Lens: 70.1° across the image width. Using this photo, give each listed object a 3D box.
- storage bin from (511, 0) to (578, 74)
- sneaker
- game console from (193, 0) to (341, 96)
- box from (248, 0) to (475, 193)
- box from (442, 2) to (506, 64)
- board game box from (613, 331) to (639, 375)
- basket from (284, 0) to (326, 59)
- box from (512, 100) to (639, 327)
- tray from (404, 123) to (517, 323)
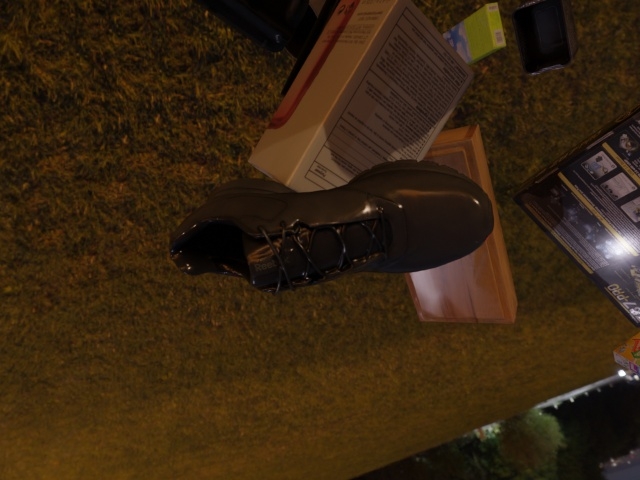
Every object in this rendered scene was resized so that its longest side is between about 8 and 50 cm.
[{"bbox_3d":[0.589,-0.544,1.195,0.122,0.084,0.180,-1,125,43],"label":"storage bin"},{"bbox_3d":[0.000,0.000,0.401,0.287,0.130,0.108,-5,110,21],"label":"sneaker"},{"bbox_3d":[-0.040,-0.325,0.640,0.362,0.044,0.213,22,99,-39],"label":"game console"},{"bbox_3d":[0.046,-0.146,0.550,0.149,0.127,0.232,28,96,-36],"label":"box"},{"bbox_3d":[0.395,-0.521,1.183,0.043,0.108,0.178,-18,-172,-17],"label":"box"},{"bbox_3d":[0.549,0.161,0.691,0.154,0.103,0.026,-31,116,-9],"label":"board game box"},{"bbox_3d":[-0.001,-0.612,1.191,0.154,0.226,0.204,17,149,32],"label":"basket"},{"bbox_3d":[0.637,-0.037,0.888,0.097,0.395,0.318,-41,176,-38],"label":"box"},{"bbox_3d":[0.250,-0.008,0.914,0.203,0.076,0.410,-5,121,33],"label":"tray"}]
